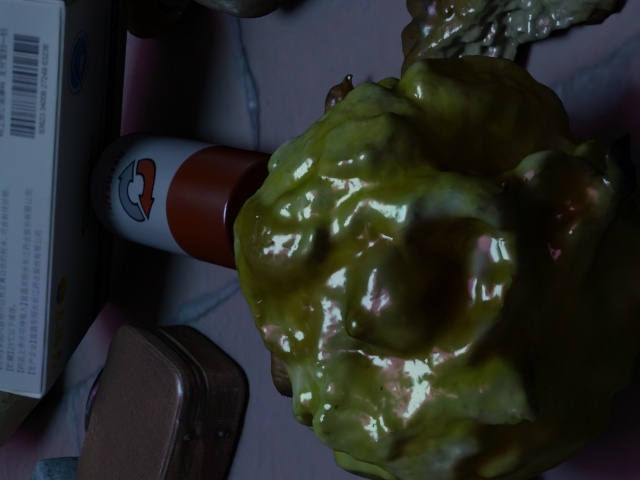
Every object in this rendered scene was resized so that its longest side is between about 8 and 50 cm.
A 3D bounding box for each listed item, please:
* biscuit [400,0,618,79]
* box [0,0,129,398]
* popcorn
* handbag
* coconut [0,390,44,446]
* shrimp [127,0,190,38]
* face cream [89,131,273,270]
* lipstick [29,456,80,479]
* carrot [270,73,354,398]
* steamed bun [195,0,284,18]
[{"bbox_3d":[0.104,-0.158,0.907,0.183,0.061,0.118,-42,54,45],"label":"biscuit"},{"bbox_3d":[-0.227,-0.063,1.208,0.200,0.065,0.343,-69,-12,-67],"label":"box"},{"bbox_3d":[0.081,0.021,0.799,0.225,0.249,0.249,-8,81,39],"label":"popcorn"},{"bbox_3d":[-0.143,0.169,1.212,0.151,0.072,0.193,41,122,47],"label":"handbag"},{"bbox_3d":[-0.377,0.100,1.429,0.237,0.197,0.237,-5,83,42],"label":"coconut"},{"bbox_3d":[-0.177,-0.258,1.296,0.267,0.061,0.145,8,104,51],"label":"shrimp"},{"bbox_3d":[-0.096,-0.032,1.138,0.214,0.095,0.096,13,99,53],"label":"face cream"},{"bbox_3d":[-0.277,0.337,1.377,0.076,0.077,0.290,49,125,43],"label":"lipstick"},{"bbox_3d":[0.000,0.000,1.044,0.059,0.059,0.248,8,91,53],"label":"carrot"},{"bbox_3d":[-0.084,-0.339,1.053,0.251,0.199,0.301,-27,67,50],"label":"steamed bun"}]
